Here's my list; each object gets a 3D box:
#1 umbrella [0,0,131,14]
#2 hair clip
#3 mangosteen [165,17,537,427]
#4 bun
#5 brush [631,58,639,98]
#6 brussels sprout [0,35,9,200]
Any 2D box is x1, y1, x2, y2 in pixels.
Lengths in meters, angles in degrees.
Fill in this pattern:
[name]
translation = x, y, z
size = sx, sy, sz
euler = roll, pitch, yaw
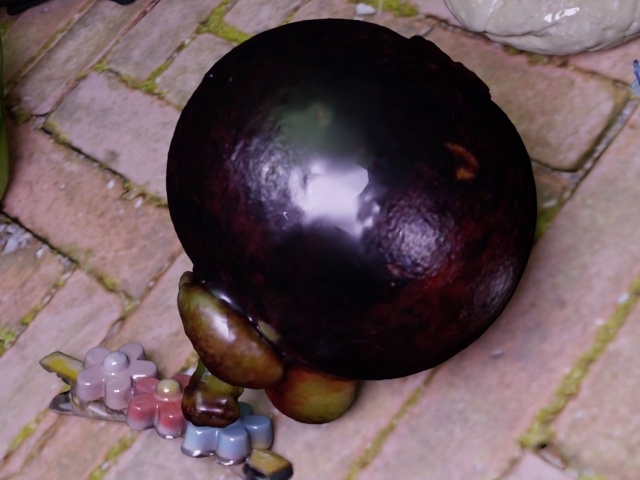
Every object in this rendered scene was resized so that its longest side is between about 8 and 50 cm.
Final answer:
[umbrella]
translation = -0.282, -0.270, 1.246
size = 0.340, 0.118, 0.118
euler = -10, 48, 30
[hair clip]
translation = -0.106, 0.106, 0.833
size = 0.214, 0.056, 0.062
euler = 10, 25, 36
[mangosteen]
translation = 0.000, 0.000, 0.753
size = 0.265, 0.228, 0.228
euler = -53, 45, -1
[bun]
translation = 0.173, -0.238, 0.920
size = 0.220, 0.134, 0.220
euler = -15, 50, 19
[brush]
translation = 0.247, -0.063, 0.800
size = 0.033, 0.030, 0.178
euler = -21, 43, -2
[brussels sprout]
translation = -0.377, -0.119, 1.027
size = 0.247, 0.328, 0.328
euler = 5, 49, -2
